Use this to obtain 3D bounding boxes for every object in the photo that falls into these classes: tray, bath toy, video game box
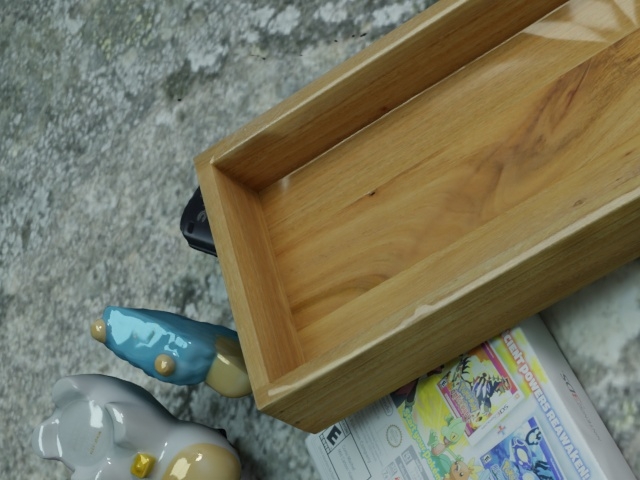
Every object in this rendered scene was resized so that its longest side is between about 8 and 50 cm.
[{"bbox_3d":[0.119,-0.061,1.024,0.411,0.076,0.203,-30,55,20],"label":"tray"},{"bbox_3d":[-0.158,0.219,1.210,0.151,0.129,0.348,34,101,26],"label":"bath toy"},{"bbox_3d":[0.096,0.153,1.038,0.187,0.048,0.205,-47,49,25],"label":"video game box"}]

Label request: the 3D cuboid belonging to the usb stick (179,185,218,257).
[{"bbox_3d":[0.000,0.000,1.180,0.278,0.045,0.077,17,70,46],"label":"usb stick"}]
